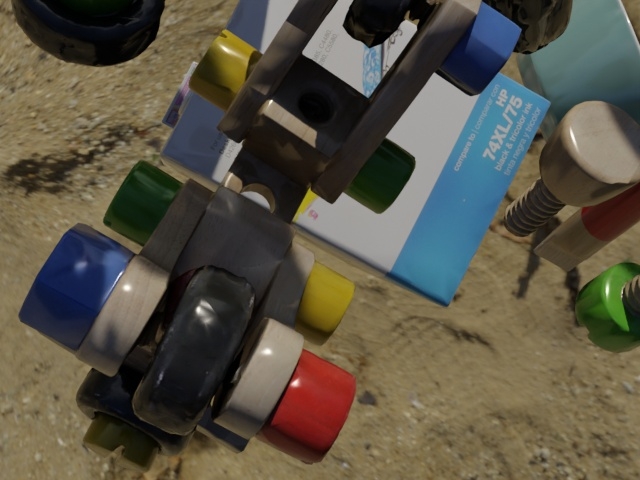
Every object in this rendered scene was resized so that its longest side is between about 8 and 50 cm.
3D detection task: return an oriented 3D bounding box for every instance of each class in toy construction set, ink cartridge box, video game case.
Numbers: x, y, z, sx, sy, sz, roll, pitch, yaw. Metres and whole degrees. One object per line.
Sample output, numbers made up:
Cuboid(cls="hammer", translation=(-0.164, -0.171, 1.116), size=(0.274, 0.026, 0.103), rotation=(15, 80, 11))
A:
Cuboid(cls="toy construction set", translation=(0.000, 0.000, 0.460), size=(0.308, 0.237, 0.257), rotation=(7, 63, -16))
Cuboid(cls="ink cartridge box", translation=(0.018, -0.094, 0.857), size=(0.270, 0.198, 0.197), rotation=(27, 89, -9))
Cuboid(cls="video game case", translation=(-0.128, -0.159, 1.208), size=(0.122, 0.011, 0.087), rotation=(28, 94, -13))

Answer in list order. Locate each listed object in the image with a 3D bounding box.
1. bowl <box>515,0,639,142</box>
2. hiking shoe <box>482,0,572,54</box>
Cuboid(cls="bowl", translation=(0.397, -0.220, 1.409), size=(0.163, 0.311, 0.312), rotation=(-21, 105, 16))
Cuboid(cls="hiking shoe", translation=(0.130, -0.234, 0.481), size=(0.132, 0.113, 0.304), rotation=(-21, 135, -13))
